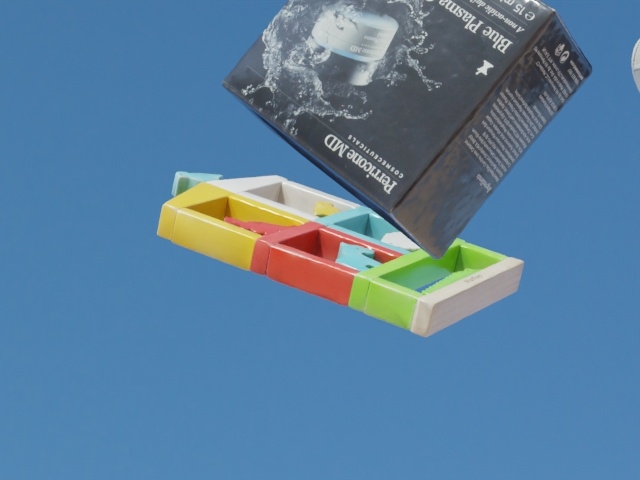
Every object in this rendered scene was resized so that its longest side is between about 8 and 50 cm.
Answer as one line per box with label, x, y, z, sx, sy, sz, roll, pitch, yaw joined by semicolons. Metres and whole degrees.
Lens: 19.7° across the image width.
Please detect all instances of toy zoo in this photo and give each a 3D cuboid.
toy zoo;0.000;0.000;1.524;0.293;0.192;0.030;20;-72;23

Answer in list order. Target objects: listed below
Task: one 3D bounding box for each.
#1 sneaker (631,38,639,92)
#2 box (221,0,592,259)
sneaker;0.305;-0.147;1.538;0.123;0.106;0.290;23;-10;24
box;0.054;-0.102;1.145;0.158;0.156;0.093;-51;-29;-1
